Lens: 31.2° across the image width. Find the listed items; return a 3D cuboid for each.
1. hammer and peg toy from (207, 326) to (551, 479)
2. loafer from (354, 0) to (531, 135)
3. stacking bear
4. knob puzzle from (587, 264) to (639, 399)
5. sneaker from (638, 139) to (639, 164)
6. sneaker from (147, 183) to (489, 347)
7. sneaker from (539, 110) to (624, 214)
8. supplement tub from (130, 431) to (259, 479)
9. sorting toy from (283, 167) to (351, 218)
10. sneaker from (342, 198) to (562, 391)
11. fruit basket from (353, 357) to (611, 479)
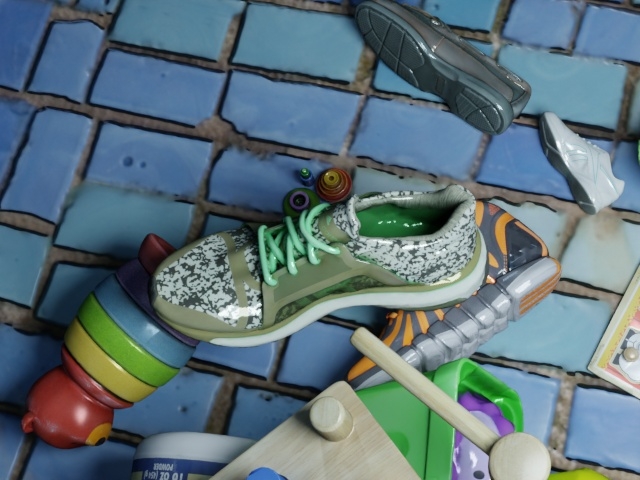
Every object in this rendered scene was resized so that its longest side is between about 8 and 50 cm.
[{"bbox_3d":[0.037,0.271,1.134,0.361,0.127,0.266,-38,66,-3],"label":"hammer and peg toy"},{"bbox_3d":[0.167,-0.249,1.564,0.267,0.096,0.084,41,62,12],"label":"loafer"},{"bbox_3d":[-0.257,0.147,1.462,0.164,0.175,0.289,43,90,17],"label":"stacking bear"},{"bbox_3d":[0.455,0.129,1.413,0.213,0.030,0.213,-3,71,8],"label":"knob puzzle"},{"bbox_3d":[0.626,-0.078,1.362,0.482,0.202,0.185,17,75,14],"label":"sneaker"},{"bbox_3d":[0.000,0.000,1.314,0.410,0.182,0.158,-12,59,-7],"label":"sneaker"},{"bbox_3d":[0.340,-0.108,1.503,0.061,0.054,0.152,-27,76,-10],"label":"sneaker"},{"bbox_3d":[-0.123,0.393,1.314,0.228,0.228,0.316,4,72,10],"label":"supplement tub"},{"bbox_3d":[-0.009,-0.070,1.547,0.102,0.042,0.061,-31,70,-2],"label":"sorting toy"},{"bbox_3d":[0.131,0.069,1.450,0.321,0.124,0.180,-33,66,-14],"label":"sneaker"},{"bbox_3d":[0.209,0.334,1.280,0.392,0.283,0.392,-10,68,25],"label":"fruit basket"}]
